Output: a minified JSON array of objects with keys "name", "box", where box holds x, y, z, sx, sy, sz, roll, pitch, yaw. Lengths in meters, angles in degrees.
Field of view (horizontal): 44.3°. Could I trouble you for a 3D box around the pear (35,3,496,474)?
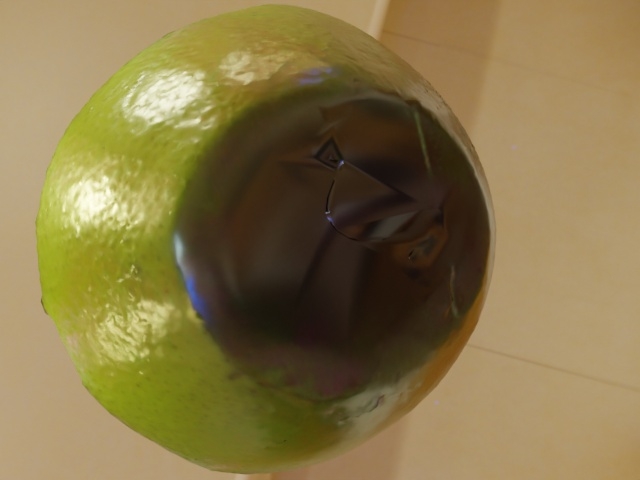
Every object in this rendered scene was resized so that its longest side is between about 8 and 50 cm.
[{"name":"pear","box":[0.000,-0.004,0.600,0.165,0.398,0.399,1,73,60]}]
